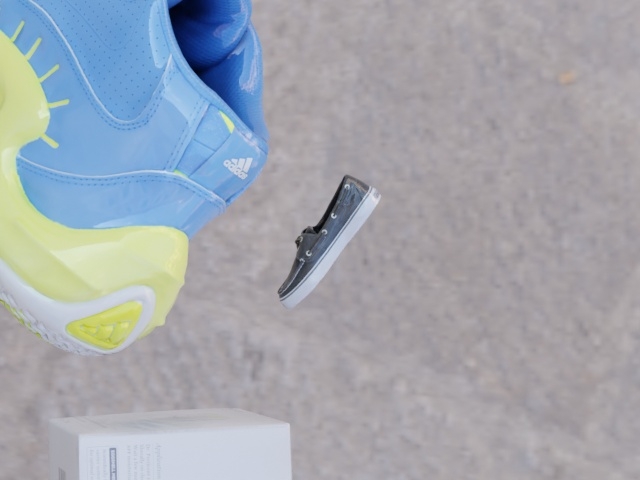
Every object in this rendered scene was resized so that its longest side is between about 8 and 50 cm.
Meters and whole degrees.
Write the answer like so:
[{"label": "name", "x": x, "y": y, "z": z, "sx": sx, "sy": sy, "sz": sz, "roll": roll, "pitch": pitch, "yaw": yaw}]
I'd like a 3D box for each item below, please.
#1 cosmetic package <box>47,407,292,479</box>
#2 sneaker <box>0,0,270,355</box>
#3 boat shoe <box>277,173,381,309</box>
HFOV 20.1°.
[{"label": "cosmetic package", "x": -0.164, "y": 0.255, "z": 1.915, "sx": 0.224, "sy": 0.224, "sz": 0.138, "roll": 0, "pitch": 89, "yaw": -17}, {"label": "sneaker", "x": -0.087, "y": -0.075, "z": 0.652, "sx": 0.126, "sy": 0.240, "sz": 0.091, "roll": -40, "pitch": 147, "yaw": 12}, {"label": "boat shoe", "x": 0.000, "y": 0.000, "z": 1.692, "sx": 0.040, "sy": 0.049, "sz": 0.142, "roll": 36, "pitch": 99, "yaw": -9}]
